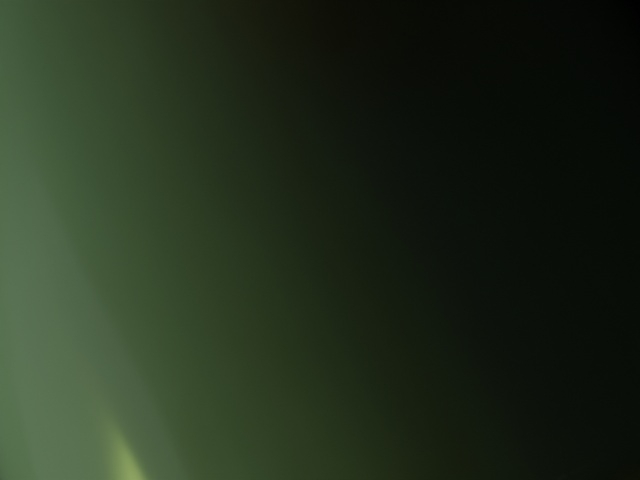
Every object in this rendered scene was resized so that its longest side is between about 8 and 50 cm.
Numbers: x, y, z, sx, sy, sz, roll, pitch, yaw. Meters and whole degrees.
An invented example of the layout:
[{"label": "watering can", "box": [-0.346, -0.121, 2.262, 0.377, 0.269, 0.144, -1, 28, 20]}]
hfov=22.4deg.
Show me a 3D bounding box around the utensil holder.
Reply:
[{"label": "utensil holder", "box": [0.000, 0.000, 0.651, 0.385, 0.328, 0.327, 62, 180, 31]}]
